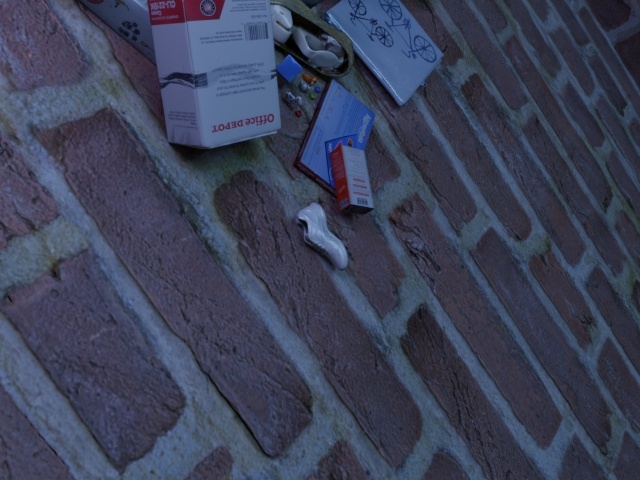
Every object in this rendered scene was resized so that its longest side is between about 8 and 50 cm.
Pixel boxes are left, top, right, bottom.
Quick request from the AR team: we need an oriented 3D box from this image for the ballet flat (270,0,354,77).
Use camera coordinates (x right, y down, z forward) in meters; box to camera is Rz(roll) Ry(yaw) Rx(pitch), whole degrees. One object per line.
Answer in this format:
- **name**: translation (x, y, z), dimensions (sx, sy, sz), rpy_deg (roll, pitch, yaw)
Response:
- **ballet flat**: translation (-0.059, -0.463, 1.356), dimensions (0.348, 0.123, 0.123), rpy_deg (19, 59, -36)

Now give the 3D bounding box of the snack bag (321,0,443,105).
- **snack bag**: translation (0.180, -0.542, 1.655), dimensions (0.323, 0.037, 0.343), rpy_deg (47, 48, -13)

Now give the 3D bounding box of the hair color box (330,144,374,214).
- **hair color box**: translation (0.068, -0.131, 1.328), dimensions (0.072, 0.043, 0.141), rpy_deg (8, 65, -37)

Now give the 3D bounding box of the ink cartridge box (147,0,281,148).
- **ink cartridge box**: translation (-0.186, -0.320, 1.113), dimensions (0.197, 0.114, 0.273), rpy_deg (-24, 117, -44)

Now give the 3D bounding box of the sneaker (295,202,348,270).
- **sneaker**: translation (0.000, 0.000, 1.248), dimensions (0.061, 0.053, 0.152), rpy_deg (-28, 83, -35)

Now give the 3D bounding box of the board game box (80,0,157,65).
- **board game box**: translation (-0.359, -0.516, 1.151), dimensions (0.303, 0.097, 0.224), rpy_deg (40, 49, -21)

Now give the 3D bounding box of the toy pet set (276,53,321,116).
- **toy pet set**: translation (-0.044, -0.359, 1.361), dimensions (0.114, 0.065, 0.122), rpy_deg (43, 49, -17)

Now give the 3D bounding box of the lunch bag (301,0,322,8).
- **lunch bag**: translation (-0.063, -0.587, 1.336), dimensions (0.176, 0.218, 0.090), rpy_deg (32, 52, -47)

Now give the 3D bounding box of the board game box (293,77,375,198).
- **board game box**: translation (0.039, -0.233, 1.399), dimensions (0.145, 0.027, 0.281), rpy_deg (35, 52, -21)
